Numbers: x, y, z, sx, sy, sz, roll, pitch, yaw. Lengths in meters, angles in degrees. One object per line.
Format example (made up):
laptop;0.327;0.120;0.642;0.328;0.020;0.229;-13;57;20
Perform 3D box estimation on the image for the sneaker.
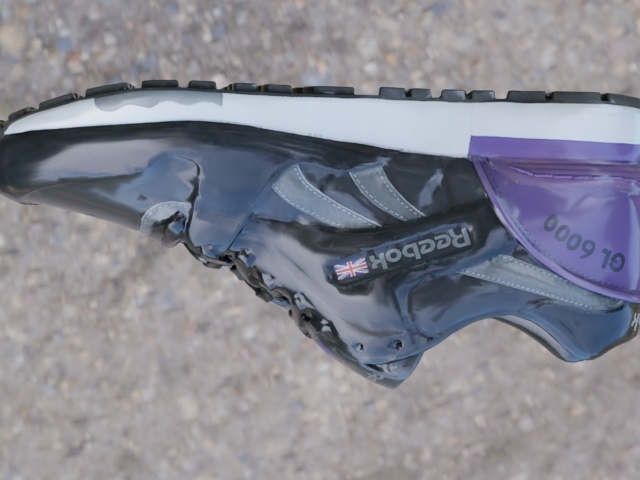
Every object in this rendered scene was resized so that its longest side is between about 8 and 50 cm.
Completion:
sneaker;0.000;0.000;0.715;0.283;0.107;0.124;2;89;1
